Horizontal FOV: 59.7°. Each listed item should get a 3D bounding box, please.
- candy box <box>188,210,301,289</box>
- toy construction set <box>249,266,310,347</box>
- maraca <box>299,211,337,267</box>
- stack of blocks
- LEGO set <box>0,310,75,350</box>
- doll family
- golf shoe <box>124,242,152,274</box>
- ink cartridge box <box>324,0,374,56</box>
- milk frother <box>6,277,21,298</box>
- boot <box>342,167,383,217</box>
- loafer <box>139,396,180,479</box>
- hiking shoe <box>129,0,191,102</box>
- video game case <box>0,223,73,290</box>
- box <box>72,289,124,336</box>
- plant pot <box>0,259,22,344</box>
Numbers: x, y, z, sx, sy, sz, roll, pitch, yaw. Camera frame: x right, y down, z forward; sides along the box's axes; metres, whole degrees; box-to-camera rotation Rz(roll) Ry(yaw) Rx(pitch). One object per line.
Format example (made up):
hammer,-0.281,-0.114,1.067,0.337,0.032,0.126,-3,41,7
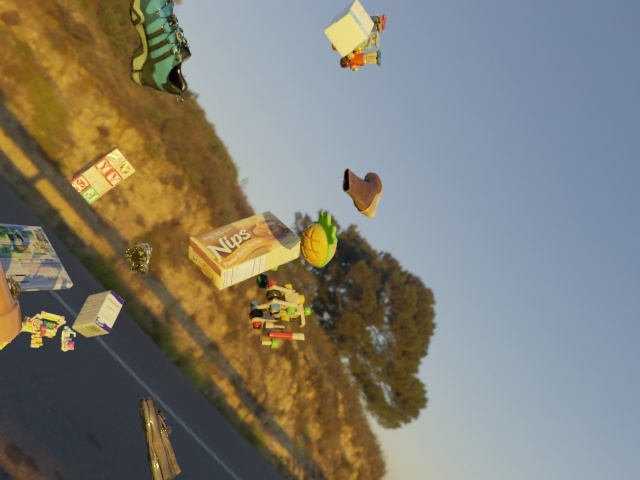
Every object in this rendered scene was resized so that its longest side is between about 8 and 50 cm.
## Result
candy box,-0.240,0.023,1.793,0.183,0.316,0.088,40,-45,32
toy construction set,-0.122,0.279,2.142,0.309,0.237,0.258,-113,-141,-50
maraca,0.000,0.000,1.583,0.127,0.099,0.186,62,-34,24
stack of blocks,-0.712,-0.223,1.822,0.087,0.171,0.297,55,-11,-23
LEGO set,-0.873,0.278,1.665,0.287,0.107,0.132,-1,69,-51
doll family,0.118,-0.683,1.834,0.163,0.263,0.118,0,-28,18
golf shoe,-0.606,0.038,1.868,0.077,0.094,0.198,15,-29,-11
ink cartridge box,0.085,-0.606,1.581,0.090,0.092,0.143,48,36,-22
milk frother,-0.972,0.155,1.614,0.134,0.129,0.143,23,9,29
boot,0.169,-0.234,2.275,0.207,0.090,0.249,45,39,-39
loafer,-0.538,0.661,1.869,0.109,0.095,0.303,5,-76,59
hiking shoe,-0.339,-0.458,1.233,0.132,0.113,0.304,24,-38,0
video game case,-1.153,0.064,2.165,0.300,0.036,0.329,56,13,12
box,-0.774,0.256,1.946,0.126,0.137,0.072,-13,-45,30
plant pot,-0.802,0.107,1.188,0.291,0.290,0.204,-150,-118,-62
